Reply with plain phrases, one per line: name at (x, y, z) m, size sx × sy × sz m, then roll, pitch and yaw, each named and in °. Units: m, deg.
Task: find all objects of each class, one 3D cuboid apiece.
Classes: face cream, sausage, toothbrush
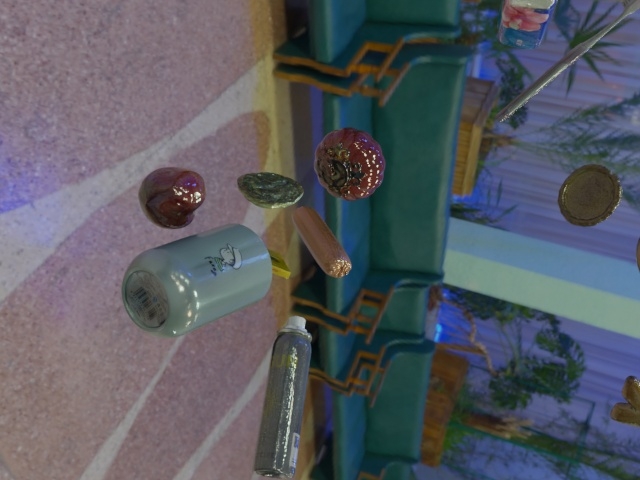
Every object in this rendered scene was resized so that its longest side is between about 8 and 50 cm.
face cream at (-0.062, 0.270, 1.194) m, size 0.073 × 0.073 × 0.283 m, roll 72°, pitch 23°, yaw -59°
sausage at (0.000, 0.000, 1.935) m, size 0.086 × 0.289 × 0.086 m, roll -16°, pitch 135°, yaw -17°
toothbrush at (0.453, -0.335, 1.239) m, size 0.354 × 0.024 × 0.029 m, roll -43°, pitch -139°, yaw 41°

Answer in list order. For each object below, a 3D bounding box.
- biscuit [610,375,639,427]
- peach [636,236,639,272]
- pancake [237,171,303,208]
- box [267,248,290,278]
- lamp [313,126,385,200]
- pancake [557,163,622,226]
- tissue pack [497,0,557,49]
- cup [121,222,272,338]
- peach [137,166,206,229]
biscuit at (0.802, 0.424, 1.597) m, size 0.047 × 0.208 × 0.164 m, roll -38°, pitch 143°, yaw -34°
peach at (0.700, 0.016, 1.216) m, size 0.251 × 0.251 × 0.153 m, roll 82°, pitch 2°, yaw -50°
pancake at (-0.077, -0.079, 1.050) m, size 0.108 × 0.108 × 0.017 m, roll -47°, pitch 158°, yaw -53°
box at (-0.129, 0.050, 1.703) m, size 0.023 × 0.087 × 0.155 m, roll -62°, pitch -161°, yaw 8°
lamp at (0.084, -0.228, 2.049) m, size 0.227 × 0.227 × 0.226 m, roll 16°, pitch 90°, yaw -71°
pancake at (0.791, -0.134, 1.992) m, size 0.021 × 0.199 × 0.199 m, roll 25°, pitch 81°, yaw -43°
tissue pack at (0.534, -0.632, 1.718) m, size 0.270 × 0.137 × 0.209 m, roll 20°, pitch 88°, yaw -78°
cup at (-0.274, 0.090, 1.504) m, size 0.312 × 0.206 × 0.205 m, roll -23°, pitch 127°, yaw -57°
peach at (-0.350, -0.096, 1.574) m, size 0.152 × 0.152 × 0.152 m, roll 16°, pitch 90°, yaw -71°
